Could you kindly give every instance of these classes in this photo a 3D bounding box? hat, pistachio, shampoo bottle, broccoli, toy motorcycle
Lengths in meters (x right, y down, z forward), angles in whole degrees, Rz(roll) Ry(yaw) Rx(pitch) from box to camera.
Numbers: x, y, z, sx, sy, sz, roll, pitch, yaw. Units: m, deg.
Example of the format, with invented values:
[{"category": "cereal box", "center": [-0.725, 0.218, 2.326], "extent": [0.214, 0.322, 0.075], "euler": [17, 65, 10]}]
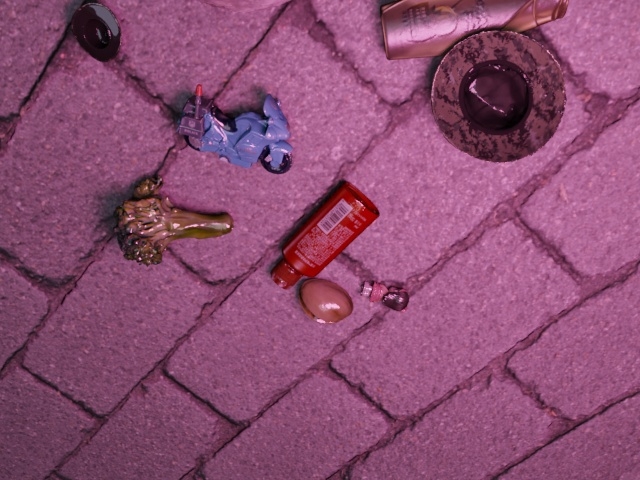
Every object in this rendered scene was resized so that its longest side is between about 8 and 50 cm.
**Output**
[{"category": "hat", "center": [0.356, -0.295, 1.092], "extent": [0.266, 0.128, 0.265], "euler": [4, 110, 11]}, {"category": "pistachio", "center": [0.012, 0.158, 1.371], "extent": [0.149, 0.113, 0.113], "euler": [37, 115, -5]}, {"category": "shampoo bottle", "center": [0.297, -0.442, 1.049], "extent": [0.351, 0.084, 0.125], "euler": [-7, 116, 8]}, {"category": "shampoo bottle", "center": [0.000, -0.001, 1.304], "extent": [0.118, 0.076, 0.314], "euler": [38, 114, -14]}, {"category": "broccoli", "center": [-0.368, -0.062, 1.303], "extent": [0.275, 0.177, 0.198], "euler": [-22, 78, -14]}, {"category": "hat", "center": [-0.472, -0.449, 1.141], "extent": [0.121, 0.050, 0.121], "euler": [4, 123, 6]}, {"category": "toy motorcycle", "center": [-0.182, -0.250, 1.176], "extent": [0.272, 0.123, 0.182], "euler": [16, 127, -3]}]

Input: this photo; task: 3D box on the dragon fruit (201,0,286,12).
[{"category": "dragon fruit", "center": [-0.144, -0.555, 0.978], "extent": [0.221, 0.204, 0.282], "euler": [2, 92, 38]}]

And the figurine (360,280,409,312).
[{"category": "figurine", "center": [0.168, 0.149, 1.376], "extent": [0.129, 0.054, 0.072], "euler": [13, 121, 1]}]
